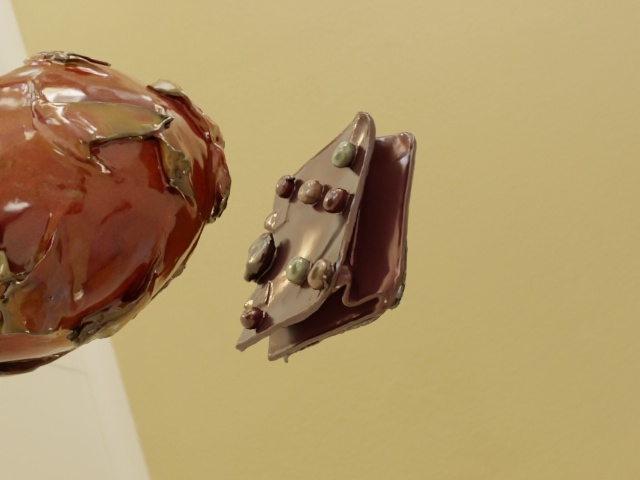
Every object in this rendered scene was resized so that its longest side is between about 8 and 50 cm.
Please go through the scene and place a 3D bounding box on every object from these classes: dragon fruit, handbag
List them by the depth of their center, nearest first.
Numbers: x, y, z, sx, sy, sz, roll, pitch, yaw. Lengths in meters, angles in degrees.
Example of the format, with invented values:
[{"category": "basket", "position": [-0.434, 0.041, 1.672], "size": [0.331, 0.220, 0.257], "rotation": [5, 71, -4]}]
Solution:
[{"category": "dragon fruit", "position": [-0.214, -0.022, 0.617], "size": [0.250, 0.315, 0.250], "rotation": [39, 165, 13]}, {"category": "handbag", "position": [-0.002, -0.001, 0.767], "size": [0.074, 0.216, 0.203], "rotation": [27, -122, -24]}]
